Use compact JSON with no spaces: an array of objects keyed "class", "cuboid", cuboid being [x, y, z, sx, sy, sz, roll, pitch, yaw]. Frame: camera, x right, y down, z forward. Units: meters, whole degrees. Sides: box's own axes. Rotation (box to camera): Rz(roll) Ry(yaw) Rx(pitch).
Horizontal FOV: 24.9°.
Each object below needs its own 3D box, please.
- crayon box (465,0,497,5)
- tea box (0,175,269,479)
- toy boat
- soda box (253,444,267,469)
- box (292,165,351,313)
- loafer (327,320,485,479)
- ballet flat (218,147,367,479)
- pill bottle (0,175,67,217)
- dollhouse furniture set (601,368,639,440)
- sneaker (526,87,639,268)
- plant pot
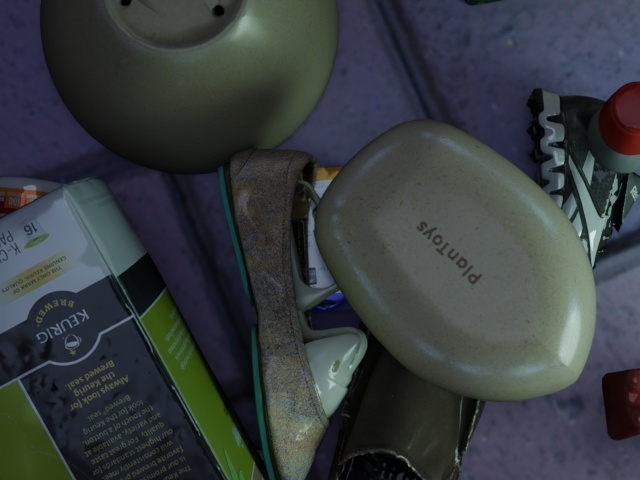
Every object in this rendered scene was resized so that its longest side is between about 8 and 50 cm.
[{"class":"crayon box","cuboid":[0.289,-0.298,1.305,0.319,0.202,0.081,-12,87,-1]},{"class":"tea box","cuboid":[-0.256,0.164,1.187,0.329,0.220,0.323,-27,94,2]},{"class":"toy boat","cuboid":[0.171,-0.016,1.246,0.318,0.148,0.267,-40,81,-1]},{"class":"soda box","cuboid":[-0.138,0.214,1.334,0.183,0.058,0.063,5,86,-1]},{"class":"box","cuboid":[0.000,0.000,1.367,0.081,0.028,0.136,-5,88,-1]},{"class":"loafer","cuboid":[0.081,0.179,1.303,0.134,0.130,0.365,13,86,0]},{"class":"ballet flat","cuboid":[-0.017,0.064,1.286,0.106,0.107,0.316,-11,81,6]},{"class":"pill bottle","cuboid":[-0.270,0.021,1.332,0.086,0.086,0.152,6,86,0]},{"class":"dollhouse furniture set","cuboid":[0.256,0.272,1.300,0.201,0.152,0.374,31,77,2]},{"class":"sneaker","cuboid":[0.249,-0.027,1.347,0.106,0.078,0.234,-1,84,2]},{"class":"plant pot","cuboid":[-0.123,-0.210,1.299,0.284,0.191,0.284,0,87,-1]}]
